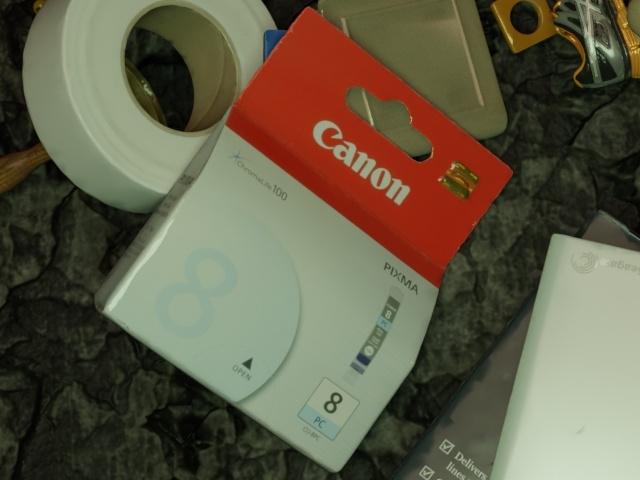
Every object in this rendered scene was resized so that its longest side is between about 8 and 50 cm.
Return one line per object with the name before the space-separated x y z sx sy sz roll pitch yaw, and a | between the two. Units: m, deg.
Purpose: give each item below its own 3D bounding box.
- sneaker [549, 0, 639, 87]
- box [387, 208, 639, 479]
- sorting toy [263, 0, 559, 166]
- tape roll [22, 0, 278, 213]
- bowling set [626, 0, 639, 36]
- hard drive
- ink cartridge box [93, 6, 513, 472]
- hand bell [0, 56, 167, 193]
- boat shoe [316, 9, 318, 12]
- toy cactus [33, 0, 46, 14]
sneaker | 0.287 -0.266 1.635 0.083 0.084 0.215 -23 74 10
box | 0.274 0.225 1.446 0.293 0.212 0.395 37 87 18
sorting toy | 0.100 -0.192 1.636 0.347 0.047 0.196 -15 92 -16
tape roll | -0.174 -0.176 1.606 0.100 0.286 0.286 -15 68 53
bowling set | 0.468 -0.165 1.558 0.154 0.200 0.287 -32 71 43
hard drive | 0.270 0.164 1.331 0.203 0.040 0.308 13 80 14
ink cartridge box | 0.000 0.000 1.542 0.308 0.091 0.385 37 86 -18
hand bell | -0.310 -0.106 1.722 0.242 0.126 0.126 -28 72 17
boat shoe | 0.011 -0.237 1.672 0.063 0.066 0.184 19 60 41
toy cactus | -0.306 -0.338 1.773 0.180 0.112 0.219 11 87 24
